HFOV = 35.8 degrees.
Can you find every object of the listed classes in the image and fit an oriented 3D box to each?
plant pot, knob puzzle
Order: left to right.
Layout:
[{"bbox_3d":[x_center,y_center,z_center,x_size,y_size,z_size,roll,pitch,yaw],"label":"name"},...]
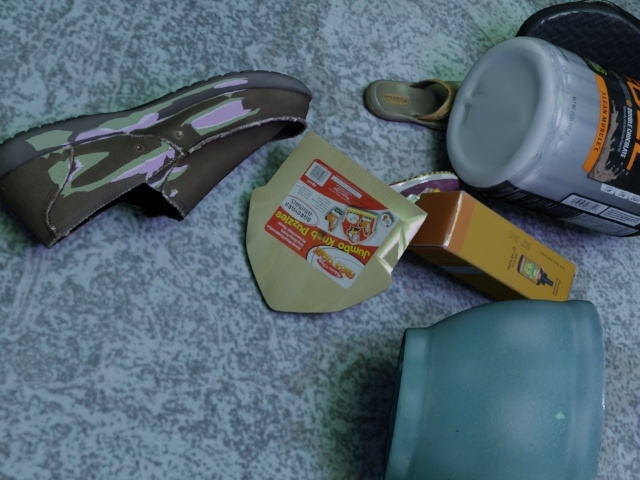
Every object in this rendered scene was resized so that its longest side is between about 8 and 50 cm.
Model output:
[{"bbox_3d":[0.000,0.000,1.145,0.213,0.030,0.213,0,82,0],"label":"knob puzzle"},{"bbox_3d":[0.172,0.194,1.072,0.196,0.293,0.293,9,64,4],"label":"plant pot"}]

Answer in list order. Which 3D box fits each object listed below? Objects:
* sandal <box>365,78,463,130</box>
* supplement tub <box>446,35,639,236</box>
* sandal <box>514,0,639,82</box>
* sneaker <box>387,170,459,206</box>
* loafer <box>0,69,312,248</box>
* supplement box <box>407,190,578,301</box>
[{"bbox_3d":[0.145,-0.189,1.316,0.180,0.049,0.072,0,71,-29],"label":"sandal"},{"bbox_3d":[0.352,-0.123,1.301,0.338,0.207,0.207,14,65,-32],"label":"supplement tub"},{"bbox_3d":[0.429,-0.280,1.469,0.446,0.167,0.107,-1,46,-37],"label":"sandal"},{"bbox_3d":[0.099,-0.030,1.226,0.185,0.069,0.083,-15,87,-26],"label":"sneaker"},{"bbox_3d":[-0.165,-0.081,1.066,0.366,0.134,0.130,-20,86,-23],"label":"loafer"},{"bbox_3d":[0.215,0.021,1.222,0.233,0.080,0.078,29,73,-31],"label":"supplement box"}]
